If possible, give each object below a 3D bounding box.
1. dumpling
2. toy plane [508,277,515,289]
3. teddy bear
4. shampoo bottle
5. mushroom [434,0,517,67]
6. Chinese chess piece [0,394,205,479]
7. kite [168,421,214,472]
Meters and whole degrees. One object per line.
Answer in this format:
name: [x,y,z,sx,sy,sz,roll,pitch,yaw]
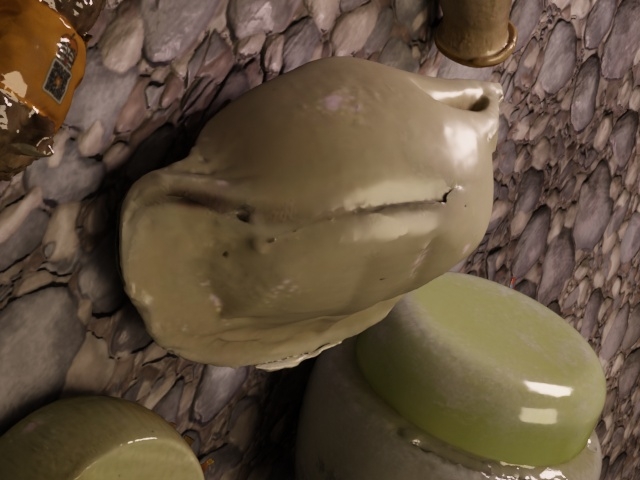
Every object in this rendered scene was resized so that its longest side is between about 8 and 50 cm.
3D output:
dumpling: [0.000,0.000,1.387,0.395,0.233,0.316,-18,132,-34]
toy plane: [0.196,0.133,1.969,0.189,0.061,0.130,-41,145,-27]
teddy bear: [-0.211,-0.133,1.032,0.177,0.140,0.190,34,75,-58]
shampoo bottle: [0.132,0.217,1.664,0.322,0.322,0.317,-10,129,-55]
mushroom: [0.160,-0.286,1.537,0.108,0.096,0.247,-36,146,-40]
Chinese chess piece: [-0.211,0.254,1.348,0.250,0.101,0.250,-32,136,-38]
kite: [-0.225,0.341,1.501,0.360,0.022,0.204,-55,147,-15]
